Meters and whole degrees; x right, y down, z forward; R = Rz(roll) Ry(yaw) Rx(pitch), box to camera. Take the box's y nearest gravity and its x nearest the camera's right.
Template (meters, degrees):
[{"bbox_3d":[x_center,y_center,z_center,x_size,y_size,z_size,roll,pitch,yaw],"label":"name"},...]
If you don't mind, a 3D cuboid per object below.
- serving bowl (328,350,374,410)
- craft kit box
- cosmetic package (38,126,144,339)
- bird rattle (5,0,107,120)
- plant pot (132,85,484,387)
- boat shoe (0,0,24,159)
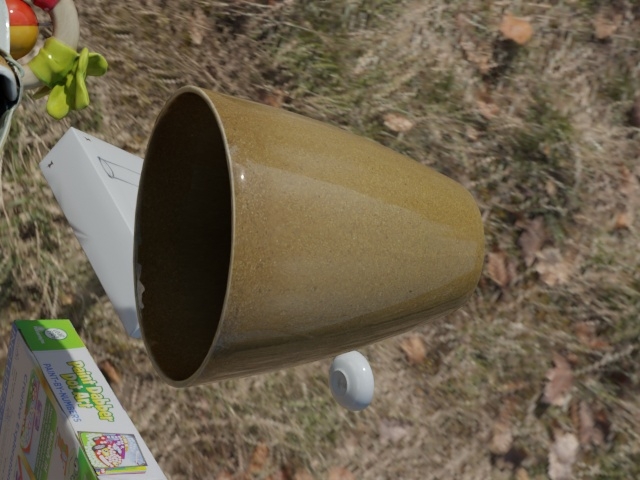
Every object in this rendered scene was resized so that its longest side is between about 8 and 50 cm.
[{"bbox_3d":[0.036,0.191,1.561,0.027,0.083,0.083,-5,107,-37],"label":"serving bowl"},{"bbox_3d":[-0.207,0.226,0.915,0.061,0.246,0.249,3,113,-28],"label":"craft kit box"},{"bbox_3d":[-0.243,0.014,1.785,0.097,0.377,0.284,-47,144,17],"label":"cosmetic package"},{"bbox_3d":[-0.372,-0.283,1.490,0.207,0.143,0.253,-8,113,-13],"label":"bird rattle"},{"bbox_3d":[0.000,0.000,0.962,0.254,0.237,0.237,2,104,-25],"label":"plant pot"},{"bbox_3d":[-0.387,-0.177,1.311,0.103,0.302,0.113,-17,148,28],"label":"boat shoe"}]
